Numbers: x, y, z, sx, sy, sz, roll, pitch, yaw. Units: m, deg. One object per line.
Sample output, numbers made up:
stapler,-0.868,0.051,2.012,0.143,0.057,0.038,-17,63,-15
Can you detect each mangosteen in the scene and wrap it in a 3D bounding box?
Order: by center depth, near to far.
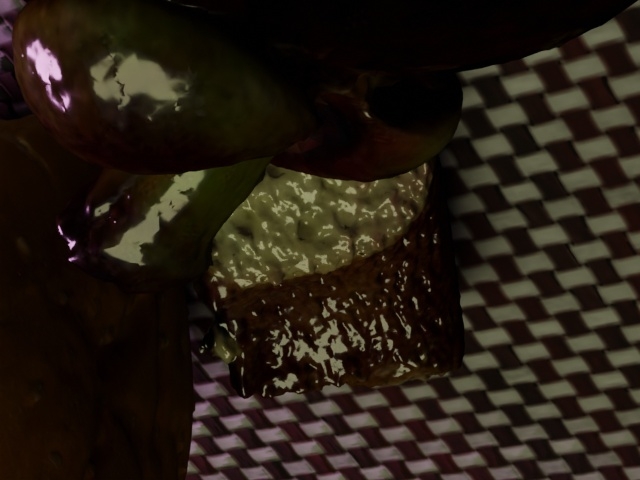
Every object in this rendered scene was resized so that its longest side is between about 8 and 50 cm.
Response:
mangosteen,-0.008,-0.160,0.558,0.297,0.293,0.297,13,151,7

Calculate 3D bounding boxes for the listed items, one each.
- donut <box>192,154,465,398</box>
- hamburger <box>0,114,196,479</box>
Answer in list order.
donut,0.000,-0.011,0.861,0.126,0.144,0.186,-1,105,13
hamburger,-0.166,0.091,0.888,0.170,0.290,0.314,4,132,17
